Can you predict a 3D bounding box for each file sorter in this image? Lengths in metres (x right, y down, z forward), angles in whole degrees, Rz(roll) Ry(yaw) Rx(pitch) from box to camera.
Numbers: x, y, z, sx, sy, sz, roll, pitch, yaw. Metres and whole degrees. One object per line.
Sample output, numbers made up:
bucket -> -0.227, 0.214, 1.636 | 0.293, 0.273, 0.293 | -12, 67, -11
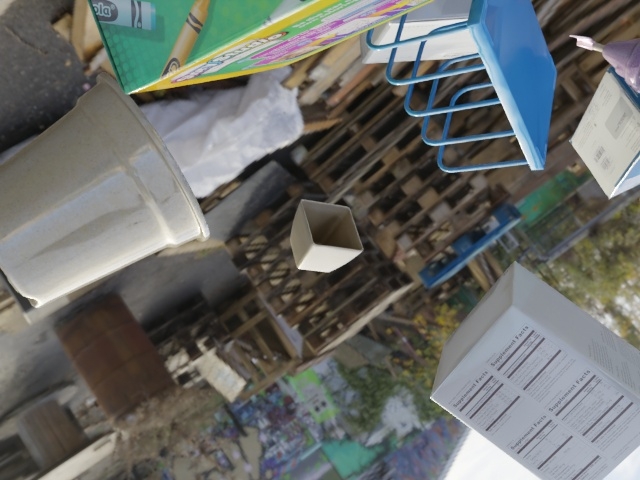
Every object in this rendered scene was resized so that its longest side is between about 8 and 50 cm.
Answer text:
file sorter -> 0.126, -0.153, 0.620 | 0.104, 0.118, 0.170 | -4, 144, 32

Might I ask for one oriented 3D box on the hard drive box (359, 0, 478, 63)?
hard drive box -> 0.158, -0.318, 0.997 | 0.181, 0.089, 0.232 | -5, -178, -6

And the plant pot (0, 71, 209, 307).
plant pot -> -0.406, -0.060, 1.208 | 0.305, 0.334, 0.334 | -34, 169, -16

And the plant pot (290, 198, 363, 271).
plant pot -> 0.000, 0.000, 1.357 | 0.108, 0.109, 0.096 | 8, 139, -30

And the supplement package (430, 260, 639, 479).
supplement package -> 0.340, 0.208, 1.100 | 0.198, 0.262, 0.199 | -55, 177, 23

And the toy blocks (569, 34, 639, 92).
toy blocks -> 0.446, -0.172, 0.780 | 0.288, 0.260, 0.309 | 2, 115, -49

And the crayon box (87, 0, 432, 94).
crayon box -> 0.016, -0.172, 0.414 | 0.278, 0.081, 0.165 | -13, -171, 37

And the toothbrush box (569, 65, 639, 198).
toothbrush box -> 0.559, -0.212, 1.083 | 0.295, 0.126, 0.216 | -25, 159, -7
